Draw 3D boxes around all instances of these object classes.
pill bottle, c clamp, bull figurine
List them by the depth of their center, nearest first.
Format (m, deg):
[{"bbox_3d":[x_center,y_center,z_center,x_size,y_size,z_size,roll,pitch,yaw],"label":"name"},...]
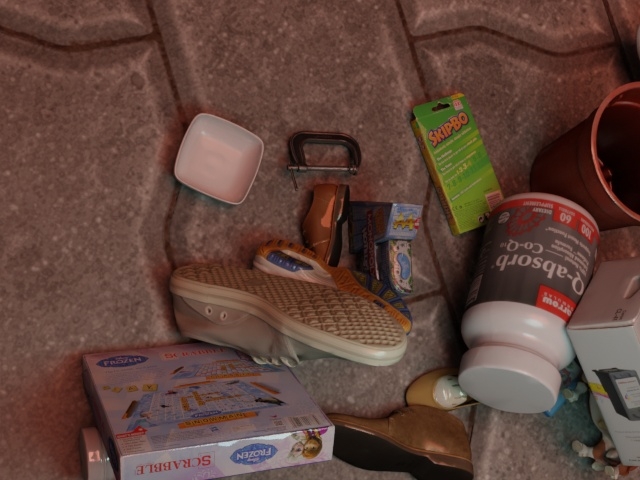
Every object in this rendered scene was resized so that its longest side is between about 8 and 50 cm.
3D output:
[{"bbox_3d":[-0.269,0.332,1.640,0.216,0.121,0.121,-3,80,-21],"label":"pill bottle"},{"bbox_3d":[0.371,0.112,1.844,0.210,0.210,0.362,27,58,-14],"label":"pill bottle"},{"bbox_3d":[0.007,-0.145,1.879,0.161,0.022,0.137,-5,56,-23],"label":"c clamp"},{"bbox_3d":[0.545,0.298,1.950,0.188,0.101,0.310,-16,89,-42],"label":"bull figurine"}]

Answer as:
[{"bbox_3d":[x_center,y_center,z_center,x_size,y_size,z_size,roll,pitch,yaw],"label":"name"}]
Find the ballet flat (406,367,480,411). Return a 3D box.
[{"bbox_3d":[0.270,0.267,1.883,0.232,0.073,0.080,-8,84,-22],"label":"ballet flat"}]

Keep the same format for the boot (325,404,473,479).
[{"bbox_3d":[0.129,0.342,1.816,0.305,0.112,0.115,19,52,-19],"label":"boot"}]

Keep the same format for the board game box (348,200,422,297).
[{"bbox_3d":[0.114,0.005,1.812,0.060,0.194,0.194,3,78,-21],"label":"board game box"}]

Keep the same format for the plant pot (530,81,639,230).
[{"bbox_3d":[0.556,-0.132,1.969,0.273,0.265,0.272,5,77,-20],"label":"plant pot"}]

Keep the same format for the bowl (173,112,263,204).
[{"bbox_3d":[-0.183,-0.139,1.806,0.142,0.053,0.142,24,73,-15],"label":"bowl"}]

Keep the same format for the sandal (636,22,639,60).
[{"bbox_3d":[0.805,-0.364,2.207,0.416,0.102,0.169,19,88,-29],"label":"sandal"}]

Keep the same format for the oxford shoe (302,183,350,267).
[{"bbox_3d":[0.000,0.000,1.850,0.076,0.076,0.212,7,77,12],"label":"oxford shoe"}]

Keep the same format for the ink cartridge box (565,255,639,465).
[{"bbox_3d":[0.566,0.209,1.799,0.226,0.131,0.306,-48,118,-45],"label":"ink cartridge box"}]

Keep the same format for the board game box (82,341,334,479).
[{"bbox_3d":[-0.184,0.256,1.592,0.319,0.318,0.065,-4,112,-21],"label":"board game box"}]

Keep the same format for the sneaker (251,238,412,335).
[{"bbox_3d":[0.014,0.111,1.758,0.296,0.131,0.112,27,24,16],"label":"sneaker"}]

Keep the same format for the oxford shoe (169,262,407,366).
[{"bbox_3d":[-0.058,0.139,1.640,0.169,0.449,0.130,-17,114,-53],"label":"oxford shoe"}]

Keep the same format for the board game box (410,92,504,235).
[{"bbox_3d":[0.267,-0.149,1.988,0.124,0.039,0.259,-19,89,-24],"label":"board game box"}]

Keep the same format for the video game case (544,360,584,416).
[{"bbox_3d":[0.425,0.239,1.980,0.119,0.015,0.166,-42,96,-23],"label":"video game case"}]
